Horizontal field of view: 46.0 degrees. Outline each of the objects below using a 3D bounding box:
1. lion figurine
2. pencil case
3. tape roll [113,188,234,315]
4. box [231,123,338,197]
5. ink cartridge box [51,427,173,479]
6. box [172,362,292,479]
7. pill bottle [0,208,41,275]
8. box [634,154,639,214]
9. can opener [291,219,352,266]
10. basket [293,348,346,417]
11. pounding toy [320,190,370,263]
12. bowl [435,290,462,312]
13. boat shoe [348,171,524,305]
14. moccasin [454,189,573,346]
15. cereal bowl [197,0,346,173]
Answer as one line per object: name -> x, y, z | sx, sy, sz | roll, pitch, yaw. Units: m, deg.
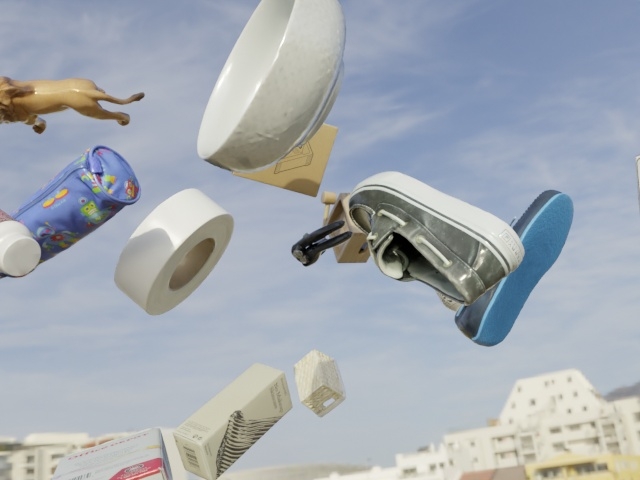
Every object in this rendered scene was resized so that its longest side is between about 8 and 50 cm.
lion figurine -> -0.629, -0.328, 1.762 | 0.392, 0.142, 0.240 | -13, -4, 2
pencil case -> -0.473, -0.048, 1.353 | 0.306, 0.119, 0.133 | -31, -25, 17
tape roll -> -0.319, 0.026, 1.670 | 0.100, 0.286, 0.286 | 37, -16, 12
box -> -0.077, -0.197, 1.652 | 0.201, 0.165, 0.021 | 14, 13, -22
ink cartridge box -> -0.232, 0.283, 0.852 | 0.127, 0.072, 0.175 | -16, 3, -12
box -> -0.187, 0.394, 1.663 | 0.094, 0.113, 0.275 | 9, 33, 38
pill bottle -> -0.514, -0.002, 1.196 | 0.152, 0.086, 0.086 | 26, -1, 33
box -> 0.545, 0.015, 1.059 | 0.169, 0.290, 0.087 | 8, -16, -22
can opener -> 0.000, 0.000, 1.470 | 0.059, 0.073, 0.186 | 44, -32, -7
basket -> -0.007, 0.428, 2.288 | 0.113, 0.167, 0.103 | -42, -57, 17
pounding toy -> 0.069, -0.045, 1.913 | 0.094, 0.206, 0.181 | 0, -38, -22
bowl -> 0.342, 0.128, 1.721 | 0.170, 0.080, 0.170 | -4, -20, -1
boat shoe -> 0.117, -0.007, 1.021 | 0.119, 0.121, 0.335 | -40, 27, -15
moccasin -> 0.368, 0.040, 1.496 | 0.137, 0.342, 0.117 | 39, -6, -33
cereal bowl -> -0.061, -0.253, 1.208 | 0.141, 0.339, 0.339 | 24, -32, -22
